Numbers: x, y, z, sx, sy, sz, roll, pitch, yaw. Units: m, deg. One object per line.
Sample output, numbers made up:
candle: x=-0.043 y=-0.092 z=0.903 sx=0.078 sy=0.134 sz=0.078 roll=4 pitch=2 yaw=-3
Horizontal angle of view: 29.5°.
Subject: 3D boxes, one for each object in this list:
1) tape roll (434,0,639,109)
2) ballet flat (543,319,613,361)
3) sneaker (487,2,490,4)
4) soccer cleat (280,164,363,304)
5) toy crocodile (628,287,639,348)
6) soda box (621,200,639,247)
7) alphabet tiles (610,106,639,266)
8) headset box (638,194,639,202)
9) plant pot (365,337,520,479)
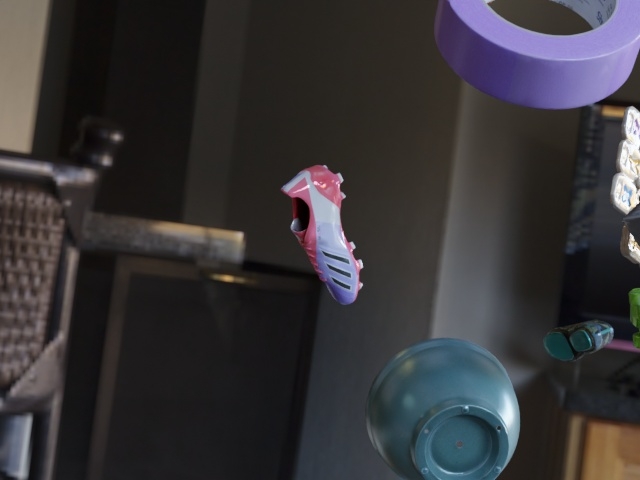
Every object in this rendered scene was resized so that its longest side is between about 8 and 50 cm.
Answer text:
tape roll: x=0.292 y=-0.300 z=1.618 sx=0.274 sy=0.275 sz=0.090 roll=8 pitch=-41 yaw=0
ballet flat: x=0.463 y=0.176 z=2.161 sx=0.070 sy=0.070 sz=0.188 roll=8 pitch=-9 yaw=-14
sneaker: x=0.296 y=-0.524 z=2.264 sx=0.064 sy=0.175 sz=0.067 roll=13 pitch=30 yaw=39
soccer cleat: x=0.000 y=0.000 z=1.874 sx=0.095 sy=0.248 sz=0.083 roll=-26 pitch=35 yaw=-24
toy crocodile: x=0.664 y=0.150 z=2.282 sx=0.105 sy=0.115 sz=0.340 roll=-8 pitch=5 yaw=-10
soda box: x=0.493 y=0.055 z=1.471 sx=0.286 sy=0.091 sz=0.098 roll=54 pitch=-24 yaw=-13
alphabet tiles: x=0.547 y=-0.092 z=1.998 sx=0.021 sy=0.284 sz=0.278 roll=0 pitch=-18 yaw=41
headset box: x=0.624 y=0.008 z=1.784 sx=0.218 sy=0.110 sz=0.293 roll=-14 pitch=25 yaw=0
plant pot: x=0.240 y=0.349 z=2.240 sx=0.293 sy=0.293 sz=0.196 roll=8 pitch=13 yaw=-8
